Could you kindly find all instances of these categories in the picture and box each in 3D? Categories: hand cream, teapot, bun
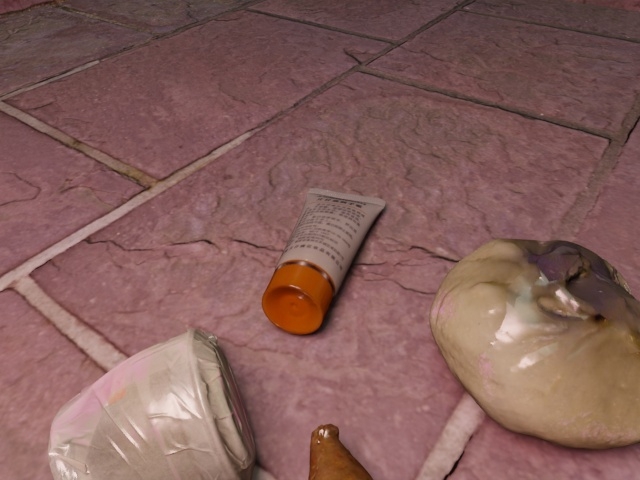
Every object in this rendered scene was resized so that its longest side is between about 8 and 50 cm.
[{"bbox_3d":[0.000,0.000,0.745,0.139,0.089,0.314,12,39,14],"label":"hand cream"},{"bbox_3d":[-0.176,0.172,0.501,0.178,0.163,0.222,-20,44,-9],"label":"teapot"},{"bbox_3d":[0.265,0.099,0.562,0.272,0.168,0.273,4,43,-4],"label":"bun"}]

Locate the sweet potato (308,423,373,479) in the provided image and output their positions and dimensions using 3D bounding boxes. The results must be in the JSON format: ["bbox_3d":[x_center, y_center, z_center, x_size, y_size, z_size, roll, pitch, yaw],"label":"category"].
[{"bbox_3d":[0.038,0.296,0.375,0.131,0.131,0.337,-15,43,-14],"label":"sweet potato"}]
